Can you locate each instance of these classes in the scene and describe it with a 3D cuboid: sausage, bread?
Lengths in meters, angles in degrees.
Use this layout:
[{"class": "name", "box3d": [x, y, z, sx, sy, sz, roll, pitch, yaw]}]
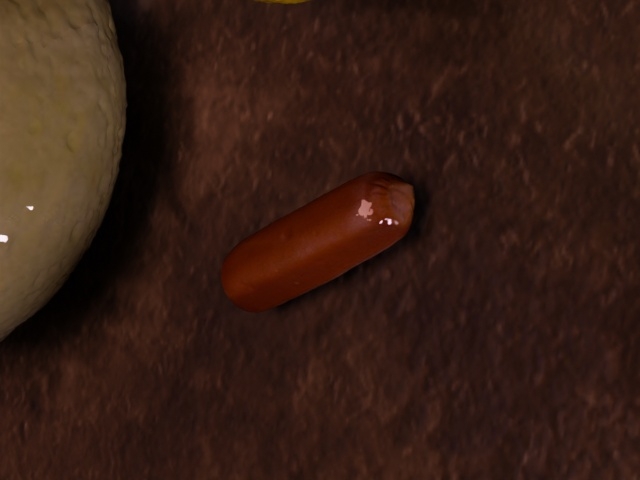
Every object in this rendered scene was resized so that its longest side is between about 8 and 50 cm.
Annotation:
[{"class": "sausage", "box3d": [0.000, 0.000, 1.035, 0.131, 0.041, 0.039, -29, 42, 38]}, {"class": "bread", "box3d": [-0.266, -0.077, 1.188, 0.320, 0.237, 0.320, 2, 92, 58]}]

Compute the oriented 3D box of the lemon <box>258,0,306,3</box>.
[{"class": "lemon", "box3d": [-0.017, -0.233, 0.964, 0.240, 0.240, 0.219, 60, 153, 32]}]
